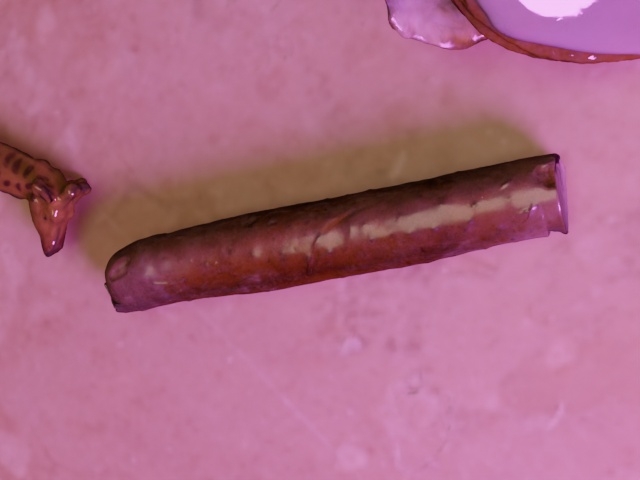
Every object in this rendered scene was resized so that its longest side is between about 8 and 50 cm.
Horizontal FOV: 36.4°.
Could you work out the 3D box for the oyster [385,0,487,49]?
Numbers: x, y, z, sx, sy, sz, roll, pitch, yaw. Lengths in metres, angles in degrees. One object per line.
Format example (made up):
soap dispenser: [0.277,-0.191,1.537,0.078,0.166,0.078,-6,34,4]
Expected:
oyster: [0.052,-0.298,0.456,0.204,0.111,0.396,-21,92,13]

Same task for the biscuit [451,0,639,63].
biscuit: [0.146,-0.163,0.415,0.208,0.049,0.181,-32,118,4]

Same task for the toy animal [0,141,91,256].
toy animal: [-0.271,-0.055,0.603,0.276,0.054,0.149,-5,95,17]

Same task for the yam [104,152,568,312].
yam: [0.000,0.000,0.524,0.264,0.046,0.046,-11,90,16]
